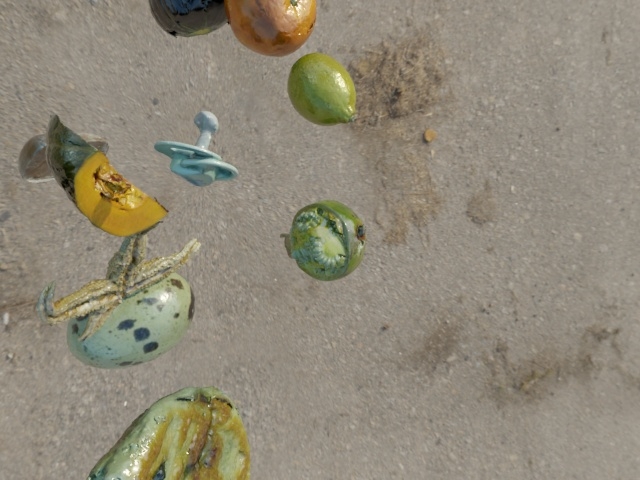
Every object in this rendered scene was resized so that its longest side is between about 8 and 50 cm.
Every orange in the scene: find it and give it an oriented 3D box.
[{"bbox_3d":[-0.147,-0.684,1.465,0.283,0.226,0.284,-4,96,-43],"label":"orange"}]

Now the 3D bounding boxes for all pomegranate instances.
[{"bbox_3d":[0.000,0.000,1.618,0.260,0.340,0.261,3,86,-46],"label":"pomegranate"}]

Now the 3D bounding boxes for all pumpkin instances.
[{"bbox_3d":[-0.429,-0.112,0.930,0.163,0.278,0.111,37,80,23],"label":"pumpkin"},{"bbox_3d":[-0.406,-0.805,1.594,0.295,0.296,0.296,-2,97,-13],"label":"pumpkin"}]

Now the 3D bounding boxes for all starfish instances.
[{"bbox_3d":[-0.493,0.074,1.274,0.082,0.324,0.432,42,65,17],"label":"starfish"}]

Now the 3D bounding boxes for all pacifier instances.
[{"bbox_3d":[-0.184,-0.147,0.789,0.126,0.150,0.117,12,82,16],"label":"pacifier"}]

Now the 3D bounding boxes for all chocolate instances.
[{"bbox_3d":[-0.728,-0.249,1.404,0.080,0.254,0.157,49,116,6],"label":"chocolate"}]

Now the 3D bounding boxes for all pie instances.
[{"bbox_3d":[-0.162,0.306,0.557,0.066,0.302,0.303,4,97,18],"label":"pie"}]

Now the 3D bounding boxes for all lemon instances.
[{"bbox_3d":[0.004,-0.413,1.391,0.184,0.184,0.248,-33,67,-8],"label":"lemon"}]

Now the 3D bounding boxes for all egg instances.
[{"bbox_3d":[-0.565,0.229,1.504,0.379,0.287,0.288,-22,101,-22],"label":"egg"}]
